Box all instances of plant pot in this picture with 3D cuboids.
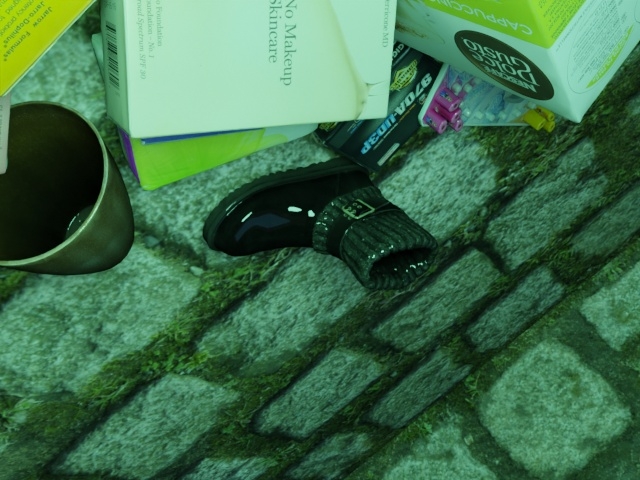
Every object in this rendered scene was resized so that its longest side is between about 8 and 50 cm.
[{"bbox_3d":[-0.345,-0.038,1.027,0.215,0.215,0.230,-33,161,-3],"label":"plant pot"}]

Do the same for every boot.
[{"bbox_3d":[0.001,-0.003,1.294,0.347,0.260,0.131,-23,145,-19],"label":"boot"}]

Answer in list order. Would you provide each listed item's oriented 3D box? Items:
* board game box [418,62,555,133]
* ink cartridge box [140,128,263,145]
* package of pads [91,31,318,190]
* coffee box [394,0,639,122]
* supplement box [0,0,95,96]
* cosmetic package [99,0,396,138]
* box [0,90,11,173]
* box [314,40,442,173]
[{"bbox_3d":[0.387,-0.360,1.330,0.390,0.050,0.390,-8,134,-42],"label":"board game box"},{"bbox_3d":[-0.152,-0.285,0.873,0.165,0.065,0.333,-11,115,-27],"label":"ink cartridge box"},{"bbox_3d":[-0.143,-0.211,1.056,0.296,0.101,0.229,-23,144,-18],"label":"package of pads"},{"bbox_3d":[0.220,-0.399,0.863,0.338,0.337,0.334,-54,145,0],"label":"coffee box"},{"bbox_3d":[-0.374,-0.318,0.635,0.195,0.194,0.356,-42,147,10],"label":"supplement box"},{"bbox_3d":[-0.077,-0.212,0.844,0.309,0.113,0.160,-10,115,-26],"label":"cosmetic package"},{"bbox_3d":[-0.468,-0.154,0.816,0.232,0.127,0.149,-10,139,-34],"label":"box"},{"bbox_3d":[0.112,-0.231,1.299,0.220,0.051,0.175,-47,145,16],"label":"box"}]
